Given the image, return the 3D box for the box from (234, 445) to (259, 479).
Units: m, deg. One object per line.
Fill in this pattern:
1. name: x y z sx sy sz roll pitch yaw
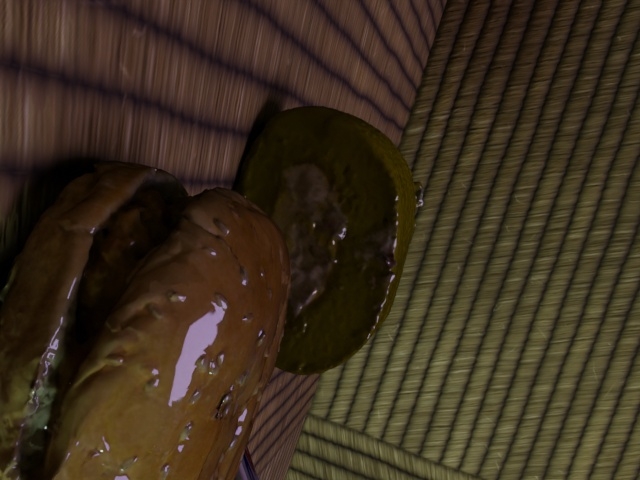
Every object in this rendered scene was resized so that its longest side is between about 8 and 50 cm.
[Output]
1. box: -0.065 0.278 0.817 0.214 0.069 0.353 86 -19 -70

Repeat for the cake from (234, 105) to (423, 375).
1. cake: 0.000 0.000 0.936 0.156 0.179 0.261 -35 144 -77

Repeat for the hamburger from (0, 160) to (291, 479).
1. hamburger: -0.113 0.098 0.571 0.259 0.144 0.283 -30 145 -82
